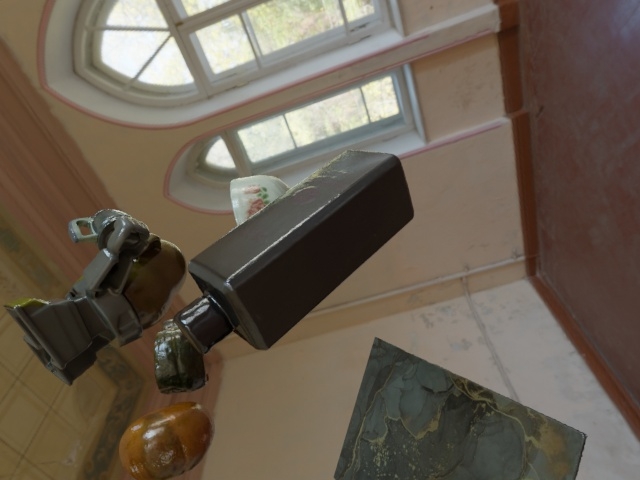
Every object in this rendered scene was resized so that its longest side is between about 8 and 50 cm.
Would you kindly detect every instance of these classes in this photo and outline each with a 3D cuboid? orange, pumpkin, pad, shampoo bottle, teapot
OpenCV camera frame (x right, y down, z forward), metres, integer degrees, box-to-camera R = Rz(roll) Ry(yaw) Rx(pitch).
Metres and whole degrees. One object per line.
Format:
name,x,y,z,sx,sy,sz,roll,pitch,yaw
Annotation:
orange,-0.398,0.530,1.119,0.240,0.239,0.172,25,-135,-79
pumpkin,-0.423,0.352,1.305,0.280,0.139,0.190,-164,66,-77
pad,0.134,0.287,0.550,0.367,0.007,0.248,8,80,65
shampoo bottle,-0.020,0.007,0.390,0.080,0.246,0.079,18,139,48
teapot,-0.534,-0.020,1.055,0.108,0.149,0.111,35,145,32

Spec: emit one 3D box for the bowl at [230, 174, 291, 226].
bowl,-0.105,-0.040,1.035,0.277,0.145,0.278,-20,-90,-86

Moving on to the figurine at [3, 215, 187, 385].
figurine,-0.363,0.101,0.755,0.285,0.342,0.167,-40,-85,-37
